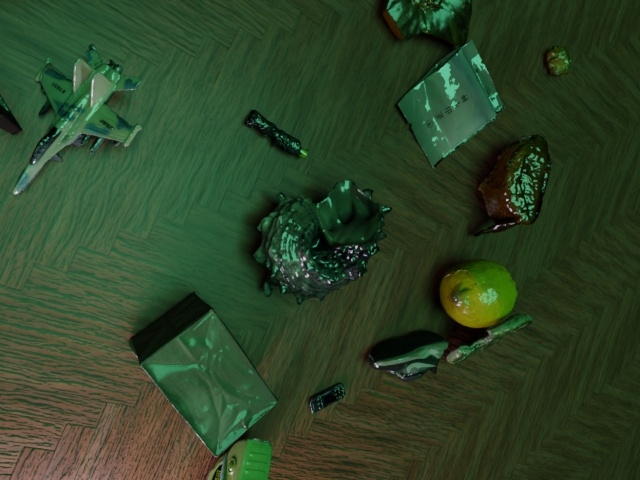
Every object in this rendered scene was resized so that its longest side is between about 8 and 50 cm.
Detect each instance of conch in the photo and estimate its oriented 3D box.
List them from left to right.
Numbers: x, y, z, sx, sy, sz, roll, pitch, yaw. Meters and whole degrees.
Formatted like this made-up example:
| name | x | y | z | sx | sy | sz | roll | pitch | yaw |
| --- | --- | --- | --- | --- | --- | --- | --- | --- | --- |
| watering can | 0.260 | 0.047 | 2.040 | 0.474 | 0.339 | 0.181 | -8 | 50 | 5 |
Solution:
| name | x | y | z | sx | sy | sz | roll | pitch | yaw |
| --- | --- | --- | --- | --- | --- | --- | --- | --- | --- |
| conch | -0.004 | -0.007 | 0.920 | 0.312 | 0.186 | 0.241 | -30 | 104 | -2 |

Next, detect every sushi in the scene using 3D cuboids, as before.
| name | x | y | z | sx | sy | sz | roll | pitch | yaw |
| --- | --- | --- | --- | --- | --- | --- | --- | --- | --- |
| sushi | 0.516 | -0.144 | 1.192 | 0.166 | 0.179 | 0.297 | 10 | 88 | -12 |

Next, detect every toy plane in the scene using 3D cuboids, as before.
| name | x | y | z | sx | sy | sz | roll | pitch | yaw |
| --- | --- | --- | --- | --- | --- | --- | --- | --- | --- |
| toy plane | -0.403 | -0.181 | 0.721 | 0.192 | 0.088 | 0.262 | 37 | 97 | 1 |

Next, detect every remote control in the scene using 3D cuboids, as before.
| name | x | y | z | sx | sy | sz | roll | pitch | yaw |
| --- | --- | --- | --- | --- | --- | --- | --- | --- | --- |
| remote control | 0.016 | 0.368 | 1.048 | 0.096 | 0.014 | 0.039 | -18 | 104 | -27 |

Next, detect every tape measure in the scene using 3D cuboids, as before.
| name | x | y | z | sx | sy | sz | roll | pitch | yaw |
| --- | --- | --- | --- | --- | --- | --- | --- | --- | --- |
| tape measure | -0.166 | 0.493 | 0.886 | 0.087 | 0.154 | 0.178 | 32 | 51 | -31 |

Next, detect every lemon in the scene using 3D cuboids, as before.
| name | x | y | z | sx | sy | sz | roll | pitch | yaw |
| --- | --- | --- | --- | --- | --- | --- | --- | --- | --- |
| lemon | 0.400 | 0.131 | 1.142 | 0.193 | 0.180 | 0.181 | -30 | 109 | -17 |

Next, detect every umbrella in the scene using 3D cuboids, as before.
| name | x | y | z | sx | sy | sz | roll | pitch | yaw |
| --- | --- | --- | --- | --- | --- | --- | --- | --- | --- |
| umbrella | -0.086 | -0.212 | 0.912 | 0.143 | 0.037 | 0.040 | 31 | 67 | -25 |

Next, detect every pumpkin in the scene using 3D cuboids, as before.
| name | x | y | z | sx | sy | sz | roll | pitch | yaw |
| --- | --- | --- | --- | --- | --- | --- | --- | --- | --- |
| pumpkin | 0.232 | -0.585 | 1.010 | 0.289 | 0.095 | 0.259 | -3 | 109 | -19 |

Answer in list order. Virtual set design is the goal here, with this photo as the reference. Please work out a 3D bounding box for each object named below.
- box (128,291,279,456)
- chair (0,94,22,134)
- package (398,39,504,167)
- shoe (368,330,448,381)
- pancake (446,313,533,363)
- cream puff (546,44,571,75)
| name | x | y | z | sx | sy | sz | roll | pitch | yaw |
| --- | --- | --- | --- | --- | --- | --- | --- | --- | --- |
| box | -0.218 | 0.242 | 0.830 | 0.155 | 0.148 | 0.232 | -36 | 111 | -21 |
| chair | -0.452 | -0.394 | 0.600 | 0.240 | 0.203 | 0.417 | -36 | 110 | -19 |
| package | 0.324 | -0.334 | 1.115 | 0.250 | 0.062 | 0.204 | -40 | 113 | -5 |
| shoe | 0.220 | 0.300 | 1.110 | 0.227 | 0.099 | 0.112 | -10 | 108 | -28 |
| pancake | 0.435 | 0.255 | 1.165 | 0.253 | 0.254 | 0.037 | -17 | 65 | -26 |
| cream puff | 0.686 | -0.515 | 1.284 | 0.083 | 0.058 | 0.084 | 1 | 94 | -30 |
